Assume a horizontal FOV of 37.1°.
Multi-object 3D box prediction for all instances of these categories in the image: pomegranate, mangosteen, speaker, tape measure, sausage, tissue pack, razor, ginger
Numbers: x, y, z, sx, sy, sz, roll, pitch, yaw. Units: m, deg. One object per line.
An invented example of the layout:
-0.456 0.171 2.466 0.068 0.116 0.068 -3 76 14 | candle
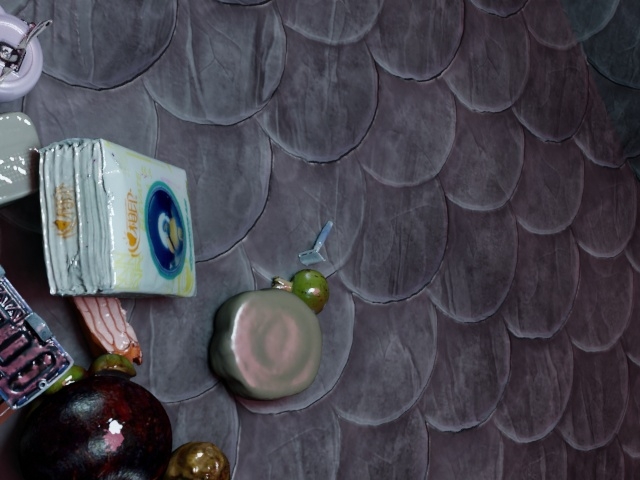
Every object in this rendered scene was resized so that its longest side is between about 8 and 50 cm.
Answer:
-0.048 0.122 2.280 0.142 0.114 0.114 11 77 -13 | pomegranate
-0.433 0.381 1.831 0.300 0.300 0.300 5 82 -39 | mangosteen
-0.699 -0.108 1.701 0.406 0.184 0.183 -24 102 -39 | speaker
-0.623 -0.363 1.844 0.178 0.105 0.196 19 73 -38 | tape measure
-0.627 0.348 1.811 0.147 0.035 0.030 -47 111 -35 | sausage
-0.382 -0.027 1.856 0.388 0.162 0.287 17 66 -74 | tissue pack
0.000 0.000 2.368 0.040 0.068 0.135 51 45 -27 | razor
-0.255 0.578 1.958 0.254 0.176 0.418 -86 177 -52 | ginger

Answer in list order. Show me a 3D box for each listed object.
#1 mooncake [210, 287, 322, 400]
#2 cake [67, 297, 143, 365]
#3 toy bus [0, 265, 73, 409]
-0.128 0.237 2.179 0.275 0.135 0.275 5 81 -36 | mooncake
-0.444 0.147 1.943 0.098 0.135 0.287 -25 93 -24 | cake
-0.609 0.140 1.742 0.152 0.190 0.312 -40 111 -19 | toy bus
